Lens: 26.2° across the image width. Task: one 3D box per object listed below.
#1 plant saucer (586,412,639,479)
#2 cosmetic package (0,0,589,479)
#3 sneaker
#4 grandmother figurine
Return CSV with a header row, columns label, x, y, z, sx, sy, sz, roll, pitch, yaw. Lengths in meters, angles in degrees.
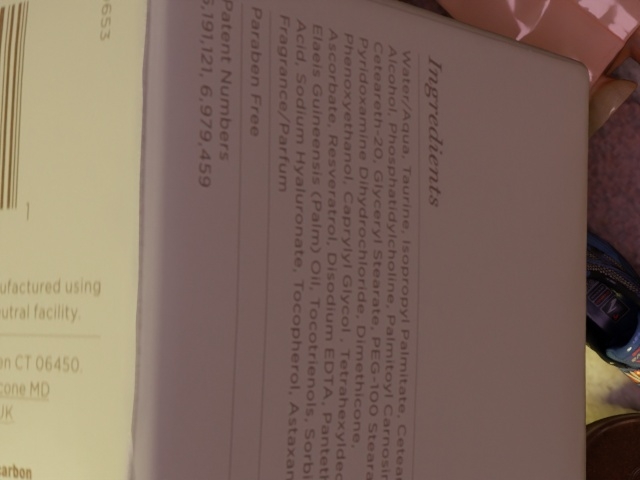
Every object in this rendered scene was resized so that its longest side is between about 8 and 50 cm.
label,x,y,z,sx,sy,sz,roll,pitch,yaw
plant saucer,0.250,0.192,1.029,0.168,0.168,0.029,12,138,12
cosmetic package,-0.068,0.029,0.867,0.329,0.394,0.327,-4,83,43
sneaker,0.248,0.080,1.042,0.221,0.087,0.083,34,108,5
grandmother figurine,0.100,-0.221,1.017,0.342,0.104,0.208,43,81,5
